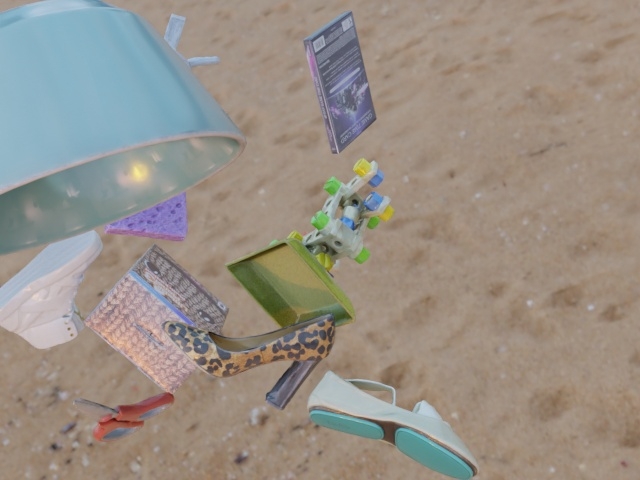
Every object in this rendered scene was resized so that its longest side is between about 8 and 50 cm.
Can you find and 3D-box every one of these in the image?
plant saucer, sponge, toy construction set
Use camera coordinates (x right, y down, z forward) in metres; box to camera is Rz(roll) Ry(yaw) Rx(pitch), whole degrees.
[{"bbox_3d":[-0.044,0.075,1.656,0.188,0.188,0.045,-22,24,49],"label":"plant saucer"},{"bbox_3d":[-0.257,-0.104,1.417,0.031,0.117,0.210,-36,54,57],"label":"sponge"},{"bbox_3d":[0.000,0.000,1.779,0.215,0.151,0.328,-63,7,-31],"label":"toy construction set"}]

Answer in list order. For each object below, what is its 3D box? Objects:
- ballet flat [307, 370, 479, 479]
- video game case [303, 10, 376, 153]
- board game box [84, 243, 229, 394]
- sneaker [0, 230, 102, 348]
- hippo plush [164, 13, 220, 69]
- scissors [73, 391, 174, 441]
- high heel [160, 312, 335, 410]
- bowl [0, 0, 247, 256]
[{"bbox_3d":[0.105,0.241,1.312,0.248,0.086,0.086,20,44,11],"label":"ballet flat"},{"bbox_3d":[0.049,-0.365,2.233,0.026,0.274,0.196,4,32,32],"label":"video game case"},{"bbox_3d":[-0.337,0.159,2.061,0.141,0.232,0.291,-47,8,9],"label":"board game box"},{"bbox_3d":[-0.520,0.105,1.983,0.292,0.169,0.108,-35,35,15],"label":"sneaker"},{"bbox_3d":[-0.364,-0.268,1.710,0.236,0.234,0.294,-21,38,30],"label":"hippo plush"},{"bbox_3d":[-0.267,0.222,1.187,0.109,0.021,0.297,-31,-13,8],"label":"scissors"},{"bbox_3d":[-0.111,0.145,1.583,0.186,0.261,0.093,-55,19,11],"label":"high heel"},{"bbox_3d":[-0.239,-0.107,0.880,0.311,0.163,0.311,-21,-3,-1],"label":"bowl"}]
